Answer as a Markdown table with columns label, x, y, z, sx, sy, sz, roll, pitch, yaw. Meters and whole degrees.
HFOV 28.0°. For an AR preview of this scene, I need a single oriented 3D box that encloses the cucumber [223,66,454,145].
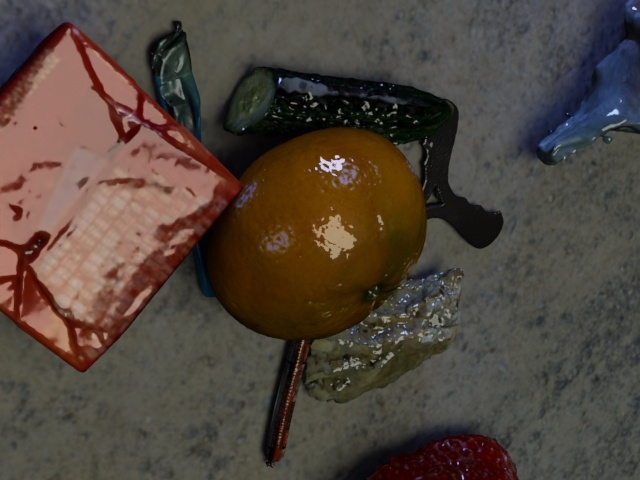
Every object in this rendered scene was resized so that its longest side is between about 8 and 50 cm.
| label | x | y | z | sx | sy | sz | roll | pitch | yaw |
| --- | --- | --- | --- | --- | --- | --- | --- | --- | --- |
| cucumber | 0.024 | -0.135 | 1.341 | 0.265 | 0.077 | 0.077 | 4 | 106 | -34 |

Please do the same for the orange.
| label | x | y | z | sx | sy | sz | roll | pitch | yaw |
| --- | --- | --- | --- | --- | --- | --- | --- | --- | --- |
| orange | 0.000 | 0.000 | 1.289 | 0.240 | 0.171 | 0.240 | -33 | 159 | -15 |

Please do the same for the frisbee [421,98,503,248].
| label | x | y | z | sx | sy | sz | roll | pitch | yaw |
| --- | --- | --- | --- | --- | --- | --- | --- | --- | --- |
| frisbee | 0.115 | -0.044 | 1.469 | 0.187 | 0.012 | 0.211 | -32 | 122 | -17 |

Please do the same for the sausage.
| label | x | y | z | sx | sy | sz | roll | pitch | yaw |
| --- | --- | --- | --- | --- | --- | --- | --- | --- | --- |
| sausage | -0.035 | 0.166 | 1.448 | 0.028 | 0.025 | 0.198 | -14 | 120 | -62 |

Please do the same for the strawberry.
| label | x | y | z | sx | sy | sz | roll | pitch | yaw |
| --- | --- | --- | --- | --- | --- | --- | --- | --- | --- |
| strawberry | 0.138 | 0.378 | 1.539 | 0.261 | 0.257 | 0.261 | 0 | 115 | -1 |

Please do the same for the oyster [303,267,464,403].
| label | x | y | z | sx | sy | sz | roll | pitch | yaw |
| --- | --- | --- | --- | --- | --- | --- | --- | --- | --- |
| oyster | 0.078 | 0.120 | 1.473 | 0.209 | 0.072 | 0.133 | -19 | 114 | -23 |

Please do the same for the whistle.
| label | x | y | z | sx | sy | sz | roll | pitch | yaw |
| --- | --- | --- | --- | --- | --- | --- | --- | --- | --- |
| whistle | 0.400 | -0.195 | 1.497 | 0.348 | 0.189 | 0.189 | -44 | 125 | 3 |

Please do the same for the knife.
| label | x | y | z | sx | sy | sz | roll | pitch | yaw |
| --- | --- | --- | --- | --- | --- | --- | --- | --- | --- |
| knife | -0.128 | -0.074 | 1.298 | 0.044 | 0.026 | 0.296 | -28 | 121 | -34 |

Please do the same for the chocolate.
| label | x | y | z | sx | sy | sz | roll | pitch | yaw |
| --- | --- | --- | --- | --- | --- | --- | --- | --- | --- |
| chocolate | -0.235 | -0.043 | 1.181 | 0.235 | 0.108 | 0.237 | 42 | 85 | -28 |
